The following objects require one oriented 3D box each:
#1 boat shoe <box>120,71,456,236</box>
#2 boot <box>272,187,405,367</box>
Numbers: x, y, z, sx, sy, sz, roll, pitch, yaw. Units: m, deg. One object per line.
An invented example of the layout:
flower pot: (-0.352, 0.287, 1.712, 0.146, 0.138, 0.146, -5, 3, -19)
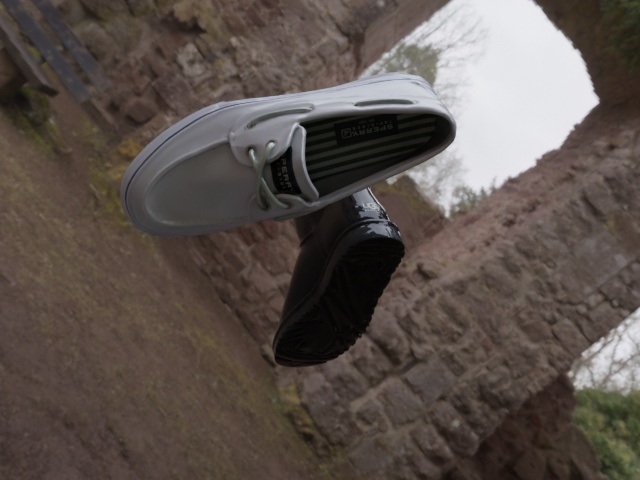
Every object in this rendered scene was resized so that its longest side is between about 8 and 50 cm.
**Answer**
boat shoe: (-0.023, -0.056, 0.419, 0.076, 0.226, 0.083, -118, -174, -64)
boot: (0.000, 0.000, 0.741, 0.094, 0.246, 0.207, 6, 44, -23)
